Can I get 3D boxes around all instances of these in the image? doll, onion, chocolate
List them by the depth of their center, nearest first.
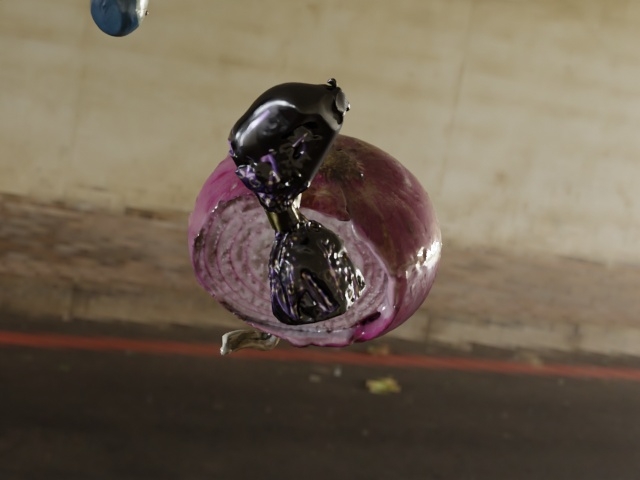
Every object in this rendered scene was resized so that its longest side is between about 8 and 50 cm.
[{"bbox_3d":[-0.014,-0.026,0.938,0.072,0.147,0.070,-11,22,-8],"label":"chocolate"},{"bbox_3d":[-0.154,-0.204,1.251,0.050,0.083,0.076,11,31,-6],"label":"doll"},{"bbox_3d":[0.000,-0.012,1.346,0.207,0.201,0.200,-6,-1,27],"label":"onion"}]
